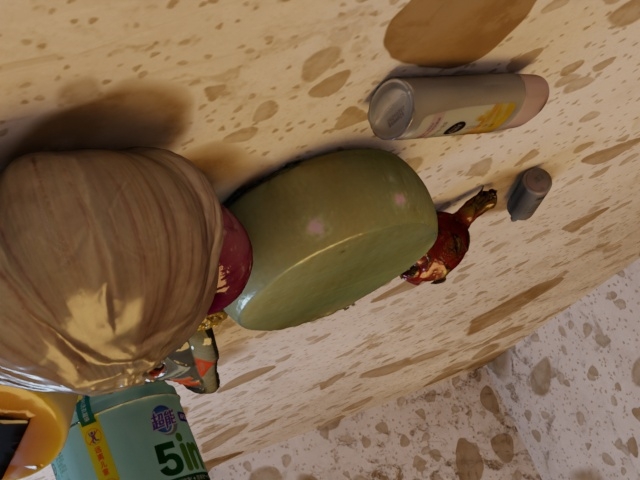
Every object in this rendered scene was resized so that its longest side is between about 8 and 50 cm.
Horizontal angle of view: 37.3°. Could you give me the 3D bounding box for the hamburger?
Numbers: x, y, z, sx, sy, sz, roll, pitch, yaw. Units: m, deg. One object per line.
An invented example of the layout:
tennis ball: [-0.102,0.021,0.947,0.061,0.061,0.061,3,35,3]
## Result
hamburger: [-0.468,0.207,1.294,0.294,0.179,0.276,8,131,-27]

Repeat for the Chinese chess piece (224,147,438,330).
Chinese chess piece: [0.000,0.000,1.407,0.349,0.146,0.349,-22,161,-8]

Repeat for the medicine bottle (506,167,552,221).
medicine bottle: [0.398,-0.077,1.853,0.057,0.057,0.199,-22,162,-10]

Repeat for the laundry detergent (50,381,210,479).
laundry detergent: [-0.384,0.438,1.884,0.287,0.305,0.287,-22,163,-7]

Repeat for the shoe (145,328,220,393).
shoe: [-0.276,0.212,1.695,0.171,0.132,0.336,-15,159,-13]

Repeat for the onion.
onion: [-0.175,0.023,1.213,0.153,0.177,0.177,-56,175,-25]

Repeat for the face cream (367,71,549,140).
face cream: [0.187,-0.181,1.260,0.269,0.073,0.107,-11,165,-41]

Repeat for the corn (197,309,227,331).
corn: [-0.249,0.095,1.426,0.106,0.106,0.293,-37,159,33]

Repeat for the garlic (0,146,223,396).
garlic: [-0.247,0.035,1.002,0.317,0.259,0.317,-19,162,-6]

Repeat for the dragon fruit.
dragon fruit: [0.234,-0.014,1.742,0.246,0.125,0.125,-43,-167,-5]
